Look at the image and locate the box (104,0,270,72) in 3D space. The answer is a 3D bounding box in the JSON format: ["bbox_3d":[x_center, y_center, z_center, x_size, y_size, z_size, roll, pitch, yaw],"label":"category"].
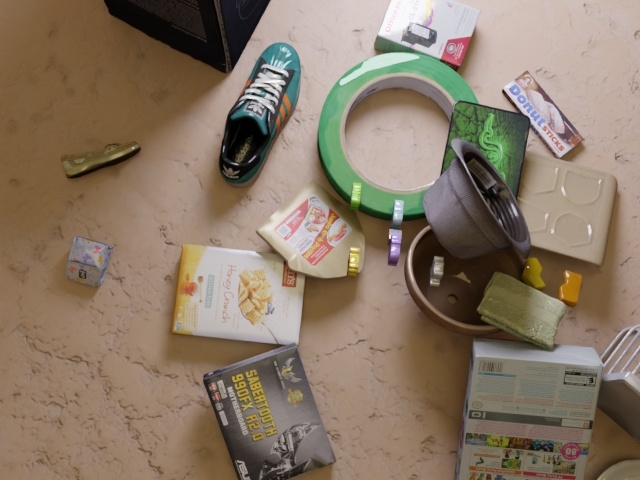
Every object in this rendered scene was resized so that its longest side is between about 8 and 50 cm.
[{"bbox_3d":[-0.188,-0.628,1.767,0.297,0.472,0.480,27,82,4],"label":"box"}]

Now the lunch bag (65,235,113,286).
[{"bbox_3d":[-0.440,0.041,1.870,0.071,0.053,0.083,17,90,2],"label":"lunch bag"}]

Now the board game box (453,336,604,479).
[{"bbox_3d":[0.365,0.336,1.763,0.224,0.097,0.303,6,105,1],"label":"board game box"}]

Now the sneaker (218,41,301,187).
[{"bbox_3d":[-0.112,-0.250,1.888,0.108,0.121,0.302,19,81,1],"label":"sneaker"}]

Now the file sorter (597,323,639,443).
[{"bbox_3d":[0.613,0.252,1.754,0.193,0.278,0.173,40,81,4],"label":"file sorter"}]

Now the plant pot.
[{"bbox_3d":[0.262,0.085,1.834,0.237,0.110,0.237,6,56,-9],"label":"plant pot"}]

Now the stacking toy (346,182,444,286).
[{"bbox_3d":[0.135,-0.018,1.779,0.167,0.052,0.221,6,52,-2],"label":"stacking toy"}]

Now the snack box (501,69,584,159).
[{"bbox_3d":[0.439,-0.249,1.953,0.064,0.022,0.178,-37,84,-6],"label":"snack box"}]

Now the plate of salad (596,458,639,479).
[{"bbox_3d":[0.580,0.505,1.830,0.200,0.048,0.200,1,87,-11],"label":"plate of salad"}]

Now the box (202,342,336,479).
[{"bbox_3d":[-0.093,0.326,1.813,0.183,0.056,0.231,-18,94,-3],"label":"box"}]

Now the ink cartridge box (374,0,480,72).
[{"bbox_3d":[0.208,-0.417,1.947,0.175,0.072,0.127,20,82,1],"label":"ink cartridge box"}]

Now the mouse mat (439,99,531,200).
[{"bbox_3d":[0.310,-0.164,1.865,0.152,0.007,0.190,12,80,0],"label":"mouse mat"}]

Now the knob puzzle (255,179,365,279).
[{"bbox_3d":[0.000,0.000,1.879,0.213,0.030,0.213,8,60,-14],"label":"knob puzzle"}]

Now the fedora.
[{"bbox_3d":[0.259,-0.051,1.727,0.124,0.275,0.244,-33,95,21],"label":"fedora"}]

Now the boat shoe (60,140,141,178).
[{"bbox_3d":[-0.423,-0.165,1.901,0.153,0.056,0.048,-20,87,3],"label":"boat shoe"}]

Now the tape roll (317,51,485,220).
[{"bbox_3d":[0.154,-0.200,1.911,0.321,0.077,0.321,0,82,-1],"label":"tape roll"}]

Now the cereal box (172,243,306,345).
[{"bbox_3d":[-0.151,0.104,1.869,0.240,0.047,0.173,5,82,-1],"label":"cereal box"}]

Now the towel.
[{"bbox_3d":[0.357,0.123,1.749,0.148,0.027,0.110,27,56,4],"label":"towel"}]

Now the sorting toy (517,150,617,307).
[{"bbox_3d":[0.432,-0.026,1.867,0.229,0.041,0.307,18,60,2],"label":"sorting toy"}]
